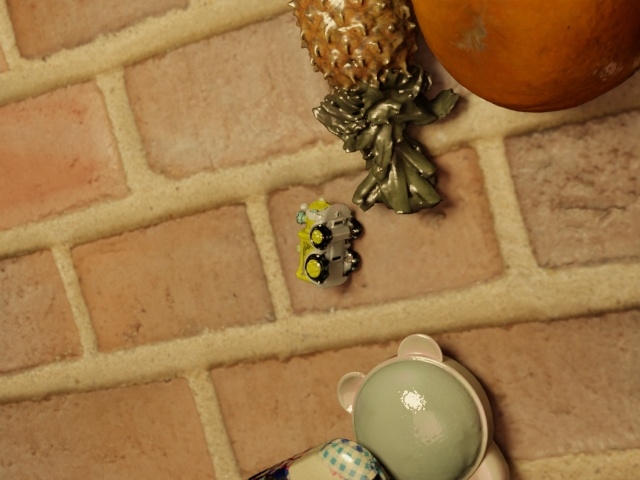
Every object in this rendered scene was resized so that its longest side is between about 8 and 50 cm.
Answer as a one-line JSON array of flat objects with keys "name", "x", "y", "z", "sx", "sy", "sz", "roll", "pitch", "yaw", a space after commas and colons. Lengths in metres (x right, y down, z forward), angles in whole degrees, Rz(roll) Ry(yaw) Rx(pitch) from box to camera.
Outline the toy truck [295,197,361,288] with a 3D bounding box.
[{"name": "toy truck", "x": 0.000, "y": 0.000, "z": 1.248, "sx": 0.077, "sy": 0.076, "sz": 0.111, "roll": 14, "pitch": 106, "yaw": 40}]

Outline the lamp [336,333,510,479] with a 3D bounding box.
[{"name": "lamp", "x": 0.135, "y": 0.249, "z": 1.222, "sx": 0.179, "sy": 0.108, "sz": 0.246, "roll": -35, "pitch": 87, "yaw": 29}]

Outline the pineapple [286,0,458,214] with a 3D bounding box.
[{"name": "pineapple", "x": 0.070, "y": -0.182, "z": 1.148, "sx": 0.170, "sy": 0.141, "sz": 0.310, "roll": -15, "pitch": 104, "yaw": -1}]

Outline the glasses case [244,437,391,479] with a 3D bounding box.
[{"name": "glasses case", "x": -0.026, "y": 0.352, "z": 1.291, "sx": 0.327, "sy": 0.076, "sz": 0.125, "roll": -36, "pitch": 87, "yaw": 43}]

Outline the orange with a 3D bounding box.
[{"name": "orange", "x": 0.215, "y": -0.269, "z": 1.003, "sx": 0.274, "sy": 0.310, "sz": 0.274, "roll": -6, "pitch": 73, "yaw": 18}]
